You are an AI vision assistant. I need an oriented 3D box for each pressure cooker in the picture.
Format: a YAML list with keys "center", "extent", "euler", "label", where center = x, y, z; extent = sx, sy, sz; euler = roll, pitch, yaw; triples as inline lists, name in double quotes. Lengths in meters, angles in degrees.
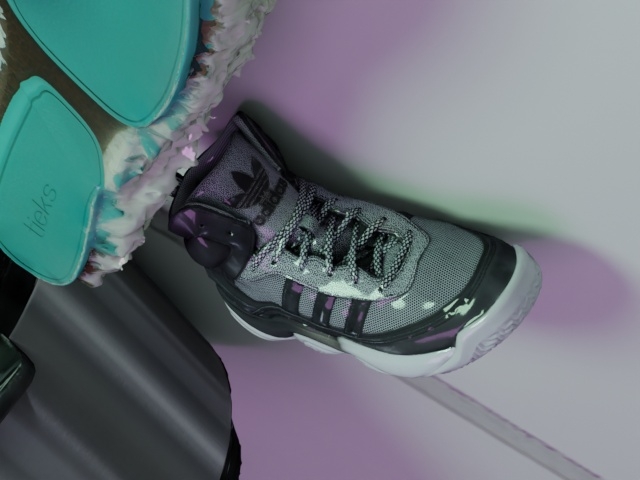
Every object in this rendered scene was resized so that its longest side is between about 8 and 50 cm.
- center: [-0.307, 0.101, 1.248]
  extent: [0.370, 0.375, 0.420]
  euler: [-22, 131, 21]
  label: "pressure cooker"

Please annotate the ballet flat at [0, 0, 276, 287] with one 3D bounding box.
- center: [-0.102, -0.110, 0.898]
  extent: [0.147, 0.147, 0.409]
  euler: [32, 150, -4]
  label: "ballet flat"

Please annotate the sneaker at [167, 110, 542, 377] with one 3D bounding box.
- center: [0.000, 0.000, 1.026]
  extent: [0.268, 0.101, 0.153]
  euler: [4, 147, 47]
  label: "sneaker"
